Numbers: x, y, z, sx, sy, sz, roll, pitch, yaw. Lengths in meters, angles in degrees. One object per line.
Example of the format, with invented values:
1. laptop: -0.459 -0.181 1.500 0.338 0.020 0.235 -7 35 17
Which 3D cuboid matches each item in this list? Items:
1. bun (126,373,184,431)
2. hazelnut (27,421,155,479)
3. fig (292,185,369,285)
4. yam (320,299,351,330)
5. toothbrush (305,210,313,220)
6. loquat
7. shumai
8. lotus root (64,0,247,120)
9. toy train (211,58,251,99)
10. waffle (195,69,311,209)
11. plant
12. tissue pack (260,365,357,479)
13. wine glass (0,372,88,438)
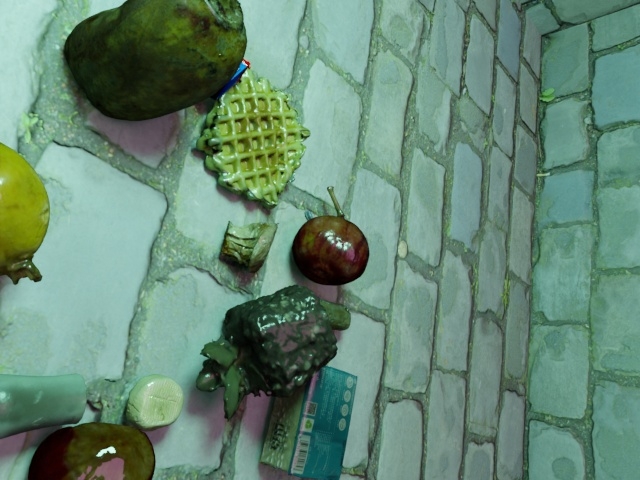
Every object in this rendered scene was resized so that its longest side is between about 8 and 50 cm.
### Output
1. bun: -0.333 0.322 1.016 0.115 0.069 0.115 6 82 -48
2. hazelnut: -0.394 0.399 0.887 0.202 0.160 0.170 27 69 -13
3. fig: 0.041 0.003 1.377 0.249 0.204 0.186 -62 166 -49
4. yam: 0.009 0.199 1.392 0.179 0.078 0.078 23 69 -43
5. toothbrush: 0.000 0.000 1.449 0.013 0.019 0.193 -44 118 -41
6. loquat: -0.503 -0.034 0.760 0.246 0.213 0.213 52 48 -1
7. shumai: -0.173 0.001 1.205 0.116 0.145 0.145 24 62 -3
8. lotus root: -0.291 -0.364 0.954 0.251 0.346 0.250 20 63 -47
9. toy train: -0.258 -0.428 1.133 0.204 0.083 0.131 43 58 -11
10. waffle: -0.162 -0.252 1.268 0.297 0.073 0.316 40 60 -38
11. plant: -0.134 0.245 1.133 0.313 0.213 0.215 -28 101 -22
12. tissue pack: -0.026 0.444 1.282 0.192 0.134 0.270 33 63 -41
13. wine glass: -0.504 0.265 0.815 0.231 0.103 0.103 13 76 -49
